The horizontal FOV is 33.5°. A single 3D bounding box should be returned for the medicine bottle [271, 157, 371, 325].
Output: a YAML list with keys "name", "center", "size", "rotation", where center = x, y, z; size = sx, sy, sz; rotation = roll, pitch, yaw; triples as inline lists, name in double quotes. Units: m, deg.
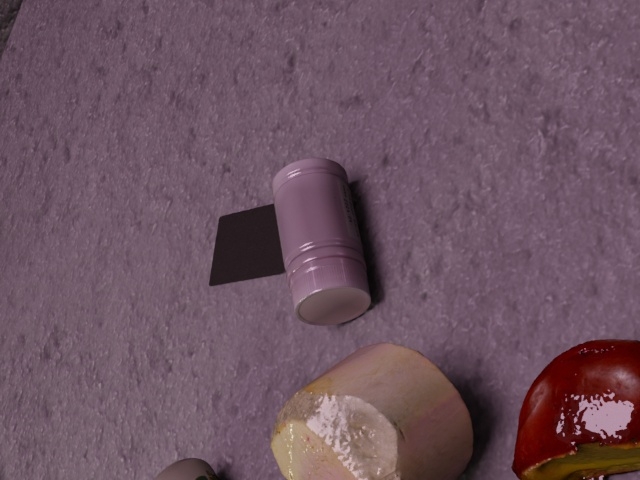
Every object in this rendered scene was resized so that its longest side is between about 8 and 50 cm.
- name: "medicine bottle"
  center: [0.000, 0.000, 1.717]
  size: [0.133, 0.133, 0.250]
  rotation: [-35, 50, 32]

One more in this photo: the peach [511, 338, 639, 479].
- name: "peach"
  center: [0.329, 0.202, 1.273]
  size: [0.267, 0.158, 0.154]
  rotation: [-24, 51, 41]

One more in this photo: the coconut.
- name: "coconut"
  center: [0.082, 0.262, 1.448]
  size: [0.239, 0.244, 0.239]
  rotation: [29, 134, 35]

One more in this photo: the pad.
- name: "pad"
  center: [-0.128, 0.006, 1.948]
  size: [0.211, 0.003, 0.143]
  rotation: [-10, 66, 44]

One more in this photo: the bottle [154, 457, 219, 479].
- name: "bottle"
  center: [-0.179, 0.475, 1.713]
  size: [0.120, 0.120, 0.253]
  rotation: [-55, 43, 14]
